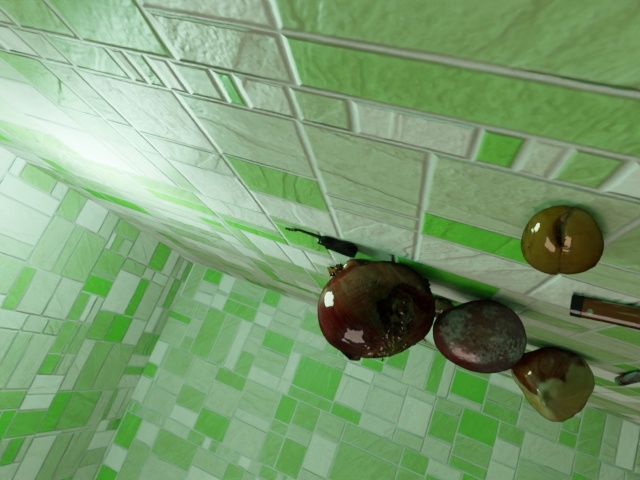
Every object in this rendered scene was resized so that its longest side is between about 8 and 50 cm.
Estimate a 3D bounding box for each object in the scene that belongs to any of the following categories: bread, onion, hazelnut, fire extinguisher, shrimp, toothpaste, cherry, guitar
[{"bbox_3d":[0.375,0.012,0.654,0.114,0.077,0.189,18,169,33],"label":"bread"},{"bbox_3d":[0.166,0.209,1.225,0.353,0.354,0.353,20,166,5],"label":"onion"},{"bbox_3d":[0.814,0.507,1.474,0.261,0.261,0.241,16,-164,23],"label":"hazelnut"},{"bbox_3d":[0.621,0.151,0.863,0.177,0.050,0.062,9,123,38],"label":"fire extinguisher"},{"bbox_3d":[0.075,0.124,1.553,0.152,0.063,0.287,32,171,27],"label":"shrimp"},{"bbox_3d":[1.066,0.470,1.421,0.056,0.036,0.205,18,162,20],"label":"toothpaste"},{"bbox_3d":[0.465,0.278,1.200,0.285,0.213,0.236,5,142,-21],"label":"cherry"},{"bbox_3d":[0.408,0.231,1.439,0.082,0.060,0.113,24,164,-13],"label":"bread"},{"bbox_3d":[0.000,0.000,1.252,0.233,0.025,0.088,18,167,13],"label":"guitar"}]

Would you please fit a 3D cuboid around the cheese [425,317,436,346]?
[{"bbox_3d":[0.474,0.331,1.528,0.198,0.154,0.189,23,162,-16],"label":"cheese"}]
